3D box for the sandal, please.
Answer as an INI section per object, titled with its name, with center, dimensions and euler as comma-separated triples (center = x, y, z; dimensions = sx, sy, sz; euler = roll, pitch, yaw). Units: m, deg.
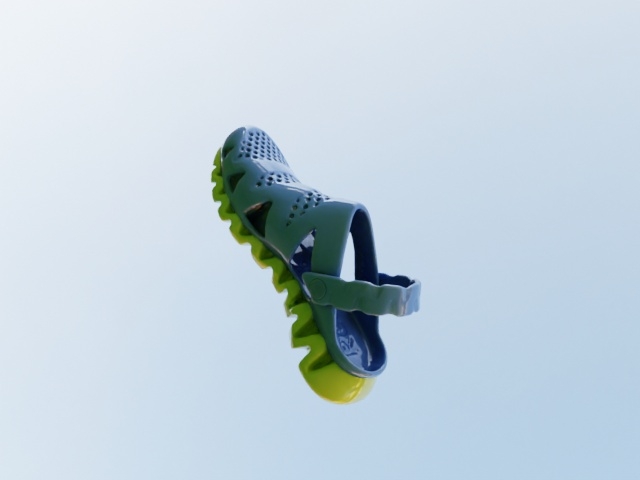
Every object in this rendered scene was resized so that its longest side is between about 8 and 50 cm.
[sandal]
center = 0.000, 0.000, 0.589
dimensions = 0.138, 0.126, 0.317
euler = -41, -106, 31
